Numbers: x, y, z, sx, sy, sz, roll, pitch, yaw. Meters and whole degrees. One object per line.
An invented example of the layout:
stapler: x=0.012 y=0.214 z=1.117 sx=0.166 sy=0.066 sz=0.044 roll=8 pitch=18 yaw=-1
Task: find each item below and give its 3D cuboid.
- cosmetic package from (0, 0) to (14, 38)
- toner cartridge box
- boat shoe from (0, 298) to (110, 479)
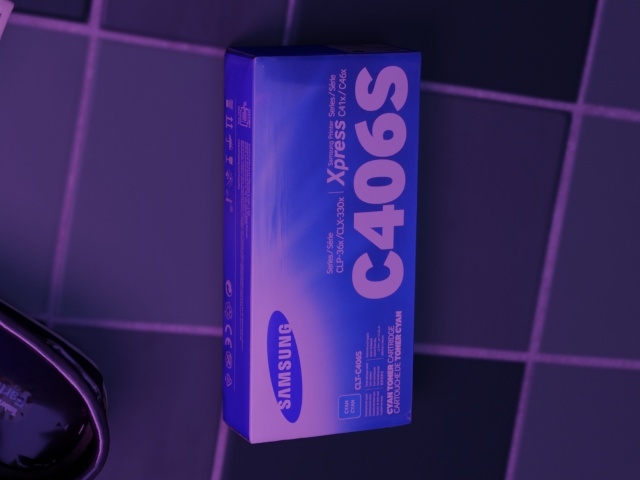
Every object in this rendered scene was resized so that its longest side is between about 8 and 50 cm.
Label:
cosmetic package: x=-0.407 y=-0.179 z=1.420 sx=0.296 sy=0.129 sz=0.153 roll=23 pitch=91 yaw=-27
toner cartridge box: x=0.000 y=0.000 z=1.674 sx=0.165 sy=0.075 sz=0.347 roll=-4 pitch=103 yaw=-23
boat shoe: x=-0.374 y=0.070 z=1.474 sx=0.500 sy=0.156 sz=0.186 roll=31 pitch=89 yaw=-25
